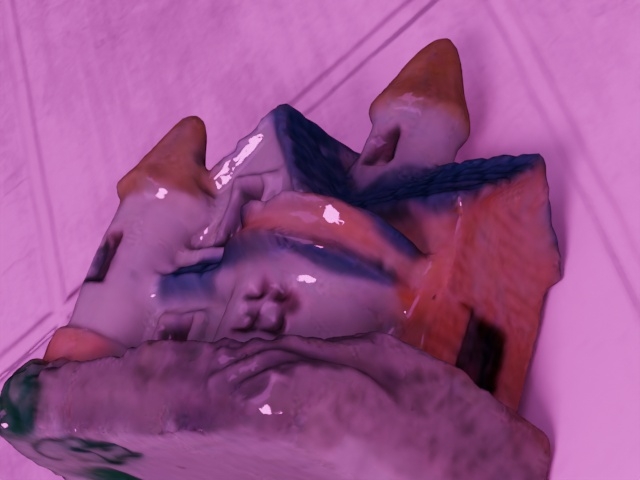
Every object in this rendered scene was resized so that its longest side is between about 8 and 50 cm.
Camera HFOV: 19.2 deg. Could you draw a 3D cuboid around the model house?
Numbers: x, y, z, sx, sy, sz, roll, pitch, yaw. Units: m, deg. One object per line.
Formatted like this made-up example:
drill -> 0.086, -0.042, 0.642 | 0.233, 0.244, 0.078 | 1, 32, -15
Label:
model house -> 0.000, 0.000, 1.062 | 0.267, 0.194, 0.325 | -6, 56, 45
